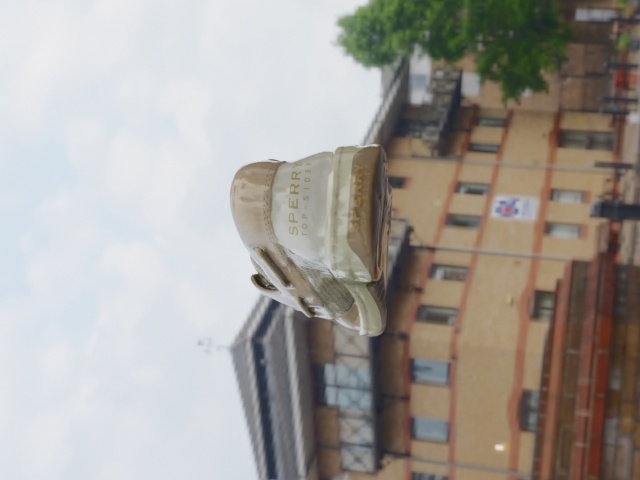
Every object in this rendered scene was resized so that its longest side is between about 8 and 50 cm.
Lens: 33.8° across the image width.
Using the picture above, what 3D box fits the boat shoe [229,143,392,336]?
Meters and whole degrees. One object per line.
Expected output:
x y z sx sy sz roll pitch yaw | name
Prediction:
0.000 0.000 0.846 0.341 0.110 0.122 74 -161 -73 | boat shoe
